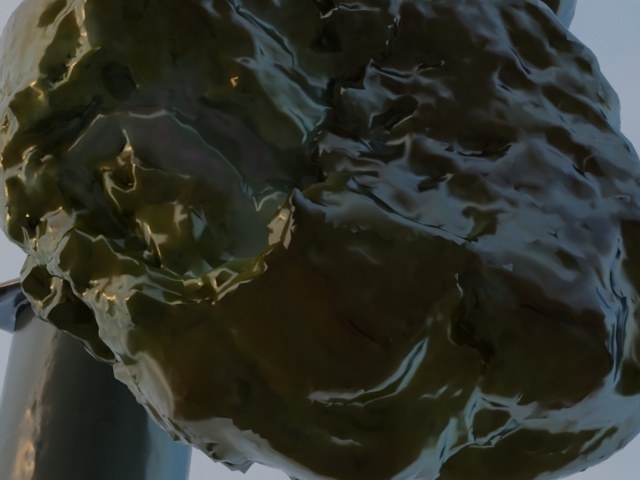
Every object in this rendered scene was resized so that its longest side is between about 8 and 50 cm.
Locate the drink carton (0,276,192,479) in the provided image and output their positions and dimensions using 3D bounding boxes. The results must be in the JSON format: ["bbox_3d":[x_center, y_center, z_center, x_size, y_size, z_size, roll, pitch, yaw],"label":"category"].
[{"bbox_3d":[-0.172,0.136,0.942,0.185,0.191,0.190,44,-137,-43],"label":"drink carton"}]

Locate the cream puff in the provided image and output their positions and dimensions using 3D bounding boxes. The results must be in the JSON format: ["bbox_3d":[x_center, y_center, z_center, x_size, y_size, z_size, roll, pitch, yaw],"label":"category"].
[{"bbox_3d":[-0.002,0.000,0.495,0.282,0.185,0.282,14,-131,-17],"label":"cream puff"}]

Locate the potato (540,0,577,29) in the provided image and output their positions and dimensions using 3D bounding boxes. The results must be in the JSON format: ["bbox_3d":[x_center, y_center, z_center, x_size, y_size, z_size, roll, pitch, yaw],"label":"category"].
[{"bbox_3d":[0.114,-0.153,0.968,0.143,0.169,0.248,20,-96,7],"label":"potato"}]
